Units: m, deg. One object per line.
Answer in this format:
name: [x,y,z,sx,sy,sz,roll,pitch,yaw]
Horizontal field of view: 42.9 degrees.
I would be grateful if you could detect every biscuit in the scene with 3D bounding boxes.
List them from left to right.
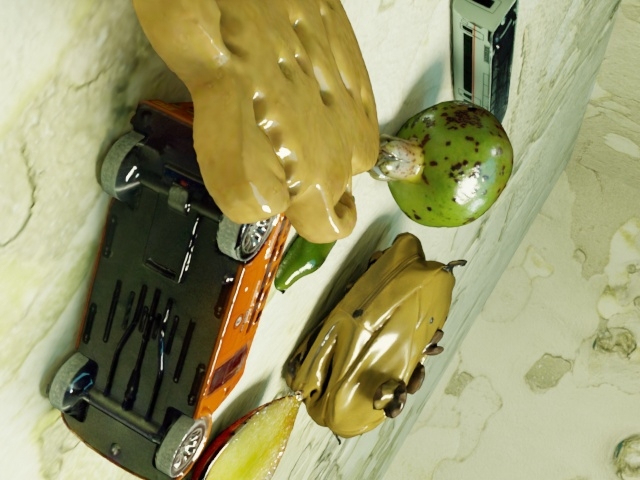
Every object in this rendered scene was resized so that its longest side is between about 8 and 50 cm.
biscuit: [-0.020,-0.136,0.631,0.275,0.052,0.355,71,22,-6]

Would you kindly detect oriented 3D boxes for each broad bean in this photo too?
broad bean: [0.002,-0.007,1.123,0.195,0.046,0.061,-50,156,-36]

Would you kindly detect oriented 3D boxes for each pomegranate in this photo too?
pomegranate: [0.175,-0.118,1.241,0.248,0.202,0.202,3,117,-39]

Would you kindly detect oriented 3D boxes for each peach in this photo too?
peach: [-0.127,0.324,1.218,0.279,0.068,0.189,-51,151,-25]

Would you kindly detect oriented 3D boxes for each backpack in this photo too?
backpack: [0.107,0.170,1.414,0.378,0.201,0.353,-61,166,7]

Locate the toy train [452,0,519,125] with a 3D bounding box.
toy train: [0.270,-0.281,1.374,0.086,0.088,0.407,-56,161,-12]

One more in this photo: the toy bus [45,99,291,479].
toy bus: [-0.121,0.048,0.726,0.153,0.143,0.329,-28,140,-63]
